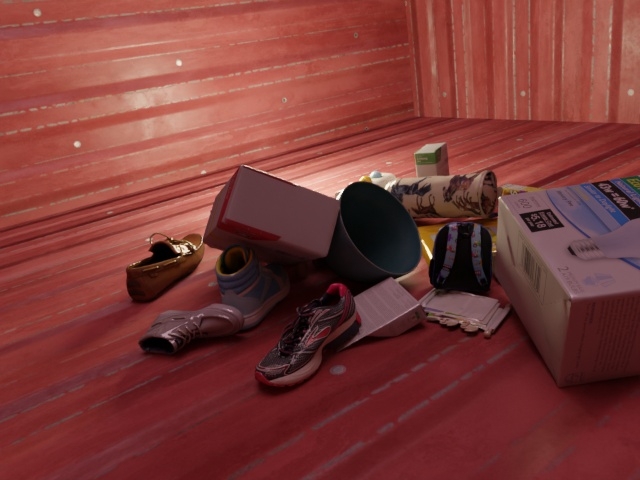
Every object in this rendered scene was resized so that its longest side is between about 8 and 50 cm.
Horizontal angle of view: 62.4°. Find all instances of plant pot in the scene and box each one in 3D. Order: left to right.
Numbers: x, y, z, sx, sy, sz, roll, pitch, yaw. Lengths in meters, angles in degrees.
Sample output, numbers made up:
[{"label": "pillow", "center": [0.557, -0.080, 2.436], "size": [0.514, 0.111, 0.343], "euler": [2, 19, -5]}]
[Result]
[{"label": "plant pot", "center": [0.113, 0.006, 1.497], "size": [0.195, 0.290, 0.290], "euler": [-39, -5, 42]}]

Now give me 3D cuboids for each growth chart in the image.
[{"label": "growth chart", "center": [0.335, 0.165, 1.276], "size": [0.171, 0.021, 0.237], "euler": [-26, 26, -37]}]

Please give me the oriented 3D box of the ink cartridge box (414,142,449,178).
[{"label": "ink cartridge box", "center": [0.450, -0.266, 2.108], "size": [0.093, 0.213, 0.154], "euler": [0, 23, 31]}]

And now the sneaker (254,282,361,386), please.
[{"label": "sneaker", "center": [-0.036, 0.207, 1.169], "size": [0.120, 0.112, 0.299], "euler": [9, 36, 42]}]

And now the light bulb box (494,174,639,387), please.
[{"label": "light bulb box", "center": [0.586, 0.062, 1.056], "size": [0.360, 0.226, 0.358], "euler": [-9, 35, 1]}]

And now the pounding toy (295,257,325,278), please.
[{"label": "pounding toy", "center": [0.000, 0.000, 1.665], "size": [0.154, 0.154, 0.269], "euler": [7, 25, 37]}]

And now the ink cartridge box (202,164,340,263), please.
[{"label": "ink cartridge box", "center": [-0.153, -0.049, 1.464], "size": [0.279, 0.161, 0.384], "euler": [18, -13, -18]}]

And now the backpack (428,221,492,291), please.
[{"label": "backpack", "center": [0.359, 0.035, 1.355], "size": [0.158, 0.174, 0.117], "euler": [1, 10, 8]}]

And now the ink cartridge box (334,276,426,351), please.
[{"label": "ink cartridge box", "center": [0.121, 0.189, 1.290], "size": [0.224, 0.056, 0.181], "euler": [-31, 23, -5]}]

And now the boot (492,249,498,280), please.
[{"label": "boot", "center": [0.581, 0.080, 1.355], "size": [0.206, 0.090, 0.248], "euler": [-3, 16, -19]}]

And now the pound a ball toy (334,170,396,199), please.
[{"label": "pound a ball toy", "center": [0.142, -0.191, 2.144], "size": [0.208, 0.136, 0.319], "euler": [9, 26, 39]}]

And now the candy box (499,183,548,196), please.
[{"label": "candy box", "center": [0.691, -0.122, 1.769], "size": [0.053, 0.109, 0.186], "euler": [-21, 23, -30]}]

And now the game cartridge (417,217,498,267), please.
[{"label": "game cartridge", "center": [0.449, 0.007, 1.608], "size": [0.285, 0.053, 0.324], "euler": [-8, 21, 3]}]

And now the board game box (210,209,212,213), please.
[{"label": "board game box", "center": [-0.129, -0.101, 1.859], "size": [0.389, 0.051, 0.390], "euler": [-9, -5, 22]}]

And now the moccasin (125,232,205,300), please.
[{"label": "moccasin", "center": [-0.507, 0.054, 1.742], "size": [0.139, 0.147, 0.380], "euler": [1, 23, 26]}]

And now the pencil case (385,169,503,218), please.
[{"label": "pencil case", "center": [0.405, -0.146, 1.820], "size": [0.410, 0.160, 0.183], "euler": [-1, -13, 41]}]

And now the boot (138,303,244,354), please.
[{"label": "boot", "center": [-0.320, 0.230, 1.301], "size": [0.258, 0.095, 0.123], "euler": [-10, 25, 23]}]

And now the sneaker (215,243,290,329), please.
[{"label": "sneaker", "center": [-0.178, 0.082, 1.444], "size": [0.127, 0.208, 0.319], "euler": [-3, 20, 17]}]

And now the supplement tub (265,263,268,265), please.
[{"label": "supplement tub", "center": [-0.111, -0.002, 1.739], "size": [0.190, 0.117, 0.117], "euler": [-23, 23, -12]}]
